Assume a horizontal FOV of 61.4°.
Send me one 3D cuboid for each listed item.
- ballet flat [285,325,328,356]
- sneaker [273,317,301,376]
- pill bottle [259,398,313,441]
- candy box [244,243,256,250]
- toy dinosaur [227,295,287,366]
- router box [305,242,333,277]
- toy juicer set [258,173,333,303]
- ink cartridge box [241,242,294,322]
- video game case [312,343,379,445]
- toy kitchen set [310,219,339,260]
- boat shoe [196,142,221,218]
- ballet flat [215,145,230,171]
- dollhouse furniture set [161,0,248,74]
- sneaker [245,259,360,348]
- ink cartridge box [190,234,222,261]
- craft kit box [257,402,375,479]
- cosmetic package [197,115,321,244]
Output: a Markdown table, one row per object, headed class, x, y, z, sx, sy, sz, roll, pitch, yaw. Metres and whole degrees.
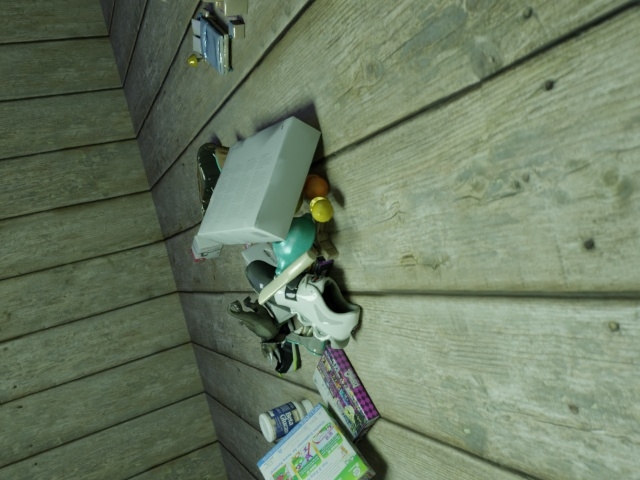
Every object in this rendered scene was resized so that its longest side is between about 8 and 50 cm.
| class | x | y | z | sx | sy | sz | roll | pitch | yaw |
| --- | --- | --- | --- | --- | --- | --- | --- | --- | --- |
| ballet flat | -0.036 | 0.289 | 1.606 | 0.213 | 0.072 | 0.068 | 6 | 82 | 62 |
| sneaker | -0.132 | 0.332 | 1.764 | 0.084 | 0.097 | 0.234 | -9 | 95 | 64 |
| pill bottle | -0.107 | 0.585 | 1.771 | 0.094 | 0.170 | 0.094 | 41 | 139 | 48 |
| candy box | -0.210 | 0.032 | 1.809 | 0.109 | 0.053 | 0.186 | -4 | 101 | 64 |
| toy dinosaur | -0.185 | 0.247 | 1.644 | 0.160 | 0.121 | 0.313 | 34 | 158 | 27 |
| router box | -0.031 | 0.068 | 1.475 | 0.133 | 0.046 | 0.178 | 57 | 149 | 31 |
| toy juicer set | -0.040 | -0.011 | 1.302 | 0.209 | 0.090 | 0.328 | -23 | 49 | 40 |
| ink cartridge box | -0.149 | 0.124 | 1.642 | 0.153 | 0.087 | 0.208 | 42 | 155 | 49 |
| video game case | 0.062 | 0.429 | 1.493 | 0.232 | 0.042 | 0.210 | 58 | 150 | 30 |
| toy kitchen set | 0.000 | 0.000 | 1.351 | 0.083 | 0.068 | 0.075 | 53 | 147 | 36 |
| boat shoe | -0.397 | -0.199 | 2.001 | 0.120 | 0.123 | 0.323 | -160 | 67 | -66 |
| ballet flat | -0.213 | -0.177 | 1.656 | 0.124 | 0.116 | 0.342 | -41 | 66 | 40 |
| dollhouse furniture set | -0.364 | -0.610 | 1.598 | 0.286 | 0.198 | 0.303 | 53 | 147 | 38 |
| sneaker | -0.038 | 0.122 | 1.377 | 0.331 | 0.122 | 0.146 | 33 | 126 | 11 |
| ink cartridge box | -0.479 | 0.025 | 2.275 | 0.063 | 0.109 | 0.150 | 68 | 153 | 17 |
| craft kit box | -0.018 | 0.611 | 1.446 | 0.061 | 0.250 | 0.247 | 49 | 177 | -41 |
| cosmetic package | -0.169 | -0.137 | 1.390 | 0.377 | 0.098 | 0.284 | -3 | 68 | 58 |
